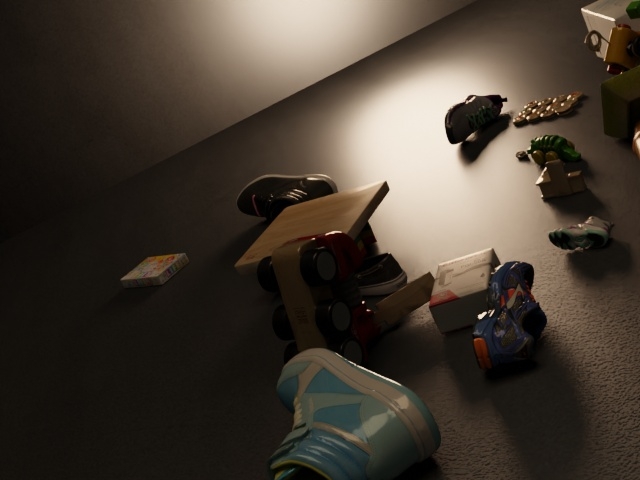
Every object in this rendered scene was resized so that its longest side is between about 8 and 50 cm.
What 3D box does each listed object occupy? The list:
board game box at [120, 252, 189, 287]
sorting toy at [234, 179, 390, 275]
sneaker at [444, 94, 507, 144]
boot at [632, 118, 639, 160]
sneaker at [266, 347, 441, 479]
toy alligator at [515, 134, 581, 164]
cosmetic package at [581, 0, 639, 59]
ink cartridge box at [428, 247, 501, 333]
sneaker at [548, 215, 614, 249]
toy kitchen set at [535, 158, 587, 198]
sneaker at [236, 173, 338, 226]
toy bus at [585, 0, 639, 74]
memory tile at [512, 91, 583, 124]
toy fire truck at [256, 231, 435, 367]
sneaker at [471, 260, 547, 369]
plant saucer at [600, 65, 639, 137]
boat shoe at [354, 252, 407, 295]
[{"bbox_3d":[-0.407,0.074,2.348,0.154,0.026,0.103,-7,28,44],"label":"board game box"},{"bbox_3d":[0.000,0.000,1.928,0.257,0.089,0.255,-14,23,32],"label":"sorting toy"},{"bbox_3d":[0.364,-0.295,2.237,0.098,0.083,0.224,-7,26,32],"label":"sneaker"},{"bbox_3d":[0.668,-0.216,1.611,0.295,0.104,0.211,-21,20,27],"label":"boot"},{"bbox_3d":[-0.016,0.254,1.250,0.208,0.127,0.319,-35,20,-26],"label":"sneaker"},{"bbox_3d":[0.441,-0.185,1.895,0.056,0.051,0.189,-33,20,-19],"label":"toy alligator"},{"bbox_3d":[0.757,-0.511,2.201,0.224,0.138,0.225,-25,21,4],"label":"cosmetic package"},{"bbox_3d":[0.229,0.076,1.490,0.099,0.056,0.135,-19,21,22],"label":"ink cartridge box"},{"bbox_3d":[0.418,-0.016,1.521,0.098,0.038,0.069,3,32,38],"label":"sneaker"},{"bbox_3d":[0.436,-0.127,1.729,0.083,0.068,0.075,-11,25,37],"label":"toy kitchen set"},{"bbox_3d":[-0.115,-0.086,2.265,0.296,0.104,0.147,-5,23,37],"label":"sneaker"},{"bbox_3d":[0.647,-0.364,1.881,0.202,0.191,0.104,-36,22,-26],"label":"toy bus"},{"bbox_3d":[0.511,-0.298,2.155,0.148,0.012,0.113,-8,27,42],"label":"memory tile"},{"bbox_3d":[0.055,0.080,1.500,0.158,0.217,0.246,-11,10,39],"label":"toy fire truck"},{"bbox_3d":[0.279,0.105,1.348,0.087,0.083,0.221,-1,34,24],"label":"sneaker"},{"bbox_3d":[0.615,-0.262,1.756,0.188,0.188,0.045,-24,62,7],"label":"plant saucer"},{"bbox_3d":[0.050,0.060,1.729,0.228,0.076,0.080,-6,28,44],"label":"boat shoe"}]
